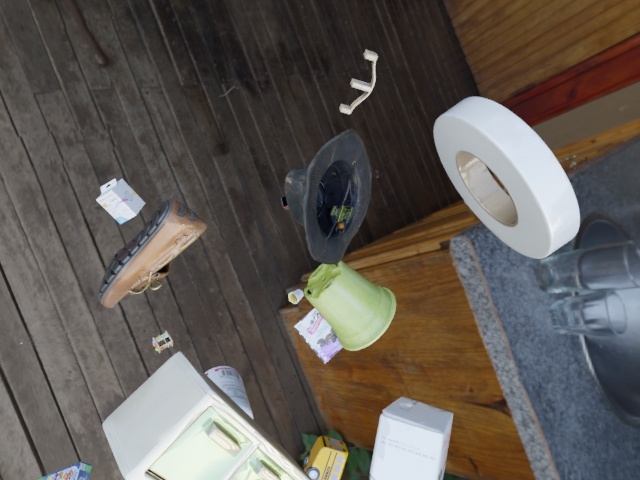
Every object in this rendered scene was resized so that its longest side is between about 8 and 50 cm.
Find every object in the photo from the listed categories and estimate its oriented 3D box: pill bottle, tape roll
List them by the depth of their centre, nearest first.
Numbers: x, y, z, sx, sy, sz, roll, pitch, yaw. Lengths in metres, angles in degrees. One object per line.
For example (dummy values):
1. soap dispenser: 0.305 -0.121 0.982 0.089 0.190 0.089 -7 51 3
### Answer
1. tape roll: 0.397 -0.134 0.927 0.072 0.392 0.392 -35 103 2
2. pill bottle: -0.308 0.554 1.339 0.160 0.283 0.161 -8 112 -20

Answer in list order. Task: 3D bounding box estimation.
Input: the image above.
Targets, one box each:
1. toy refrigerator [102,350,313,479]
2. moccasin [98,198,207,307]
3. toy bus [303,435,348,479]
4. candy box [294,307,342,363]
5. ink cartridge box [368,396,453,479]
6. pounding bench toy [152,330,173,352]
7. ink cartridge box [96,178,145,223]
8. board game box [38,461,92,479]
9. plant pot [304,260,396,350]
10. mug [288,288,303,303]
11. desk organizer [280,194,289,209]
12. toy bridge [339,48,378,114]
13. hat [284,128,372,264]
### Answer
1. toy refrigerator: -0.106 0.257 0.475 0.102 0.094 0.270 -44 128 -20
2. moccasin: -0.450 0.054 1.098 0.147 0.380 0.139 36 16 -35
3. toy bus: -0.015 0.897 1.502 0.130 0.108 0.333 19 86 -6
4. candy box: 0.013 0.376 1.716 0.164 0.070 0.196 -41 83 -8
5. ink cartridge box: 0.161 0.456 0.769 0.198 0.114 0.273 27 74 -65
6. pounding bench toy: -0.629 0.411 1.644 0.065 0.083 0.052 -27 63 -33
7. ink cartridge box: -0.762 -0.154 1.567 0.143 0.092 0.090 53 24 -30
8. board game box: -0.596 0.620 0.917 0.035 0.136 0.201 55 14 -40
9. plant pot: 0.087 0.210 1.496 0.254 0.276 0.276 43 57 -22
10. mug: -0.123 0.274 2.076 0.064 0.078 0.062 -31 117 -46
11. desk organizer: -0.128 -0.187 1.873 0.050 0.130 0.047 33 53 -31
12. toy bridge: 0.116 -0.437 1.171 0.063 0.188 0.026 7 46 -22
13. hat: 0.001 -0.107 0.951 0.331 0.133 0.332 -42 142 -46
